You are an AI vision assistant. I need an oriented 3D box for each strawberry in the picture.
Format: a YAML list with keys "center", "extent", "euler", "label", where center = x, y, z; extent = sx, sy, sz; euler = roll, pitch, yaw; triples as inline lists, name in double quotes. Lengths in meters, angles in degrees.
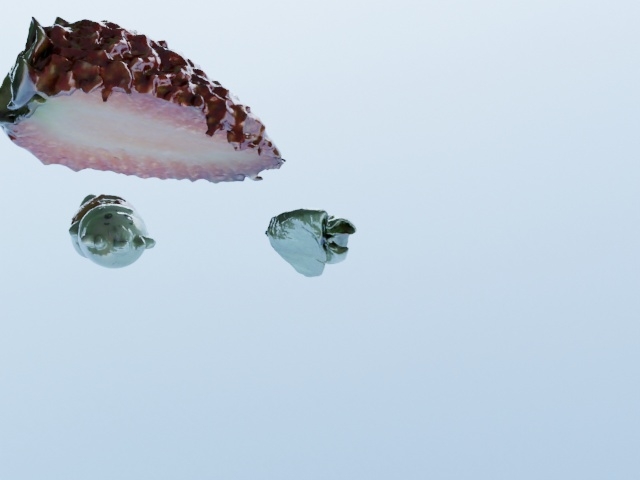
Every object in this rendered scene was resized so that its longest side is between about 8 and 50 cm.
- center: [-0.194, -0.150, 1.054]
  extent: [0.306, 0.233, 0.138]
  euler: [12, -109, -26]
  label: "strawberry"

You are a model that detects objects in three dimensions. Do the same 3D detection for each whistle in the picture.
- center: [-0.307, -0.014, 1.400]
  extent: [0.106, 0.101, 0.253]
  euler: [-56, -158, -5]
  label: "whistle"

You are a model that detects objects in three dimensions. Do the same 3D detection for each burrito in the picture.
- center: [-0.003, -0.002, 0.926]
  extent: [0.044, 0.074, 0.118]
  euler: [-53, -163, -28]
  label: "burrito"
